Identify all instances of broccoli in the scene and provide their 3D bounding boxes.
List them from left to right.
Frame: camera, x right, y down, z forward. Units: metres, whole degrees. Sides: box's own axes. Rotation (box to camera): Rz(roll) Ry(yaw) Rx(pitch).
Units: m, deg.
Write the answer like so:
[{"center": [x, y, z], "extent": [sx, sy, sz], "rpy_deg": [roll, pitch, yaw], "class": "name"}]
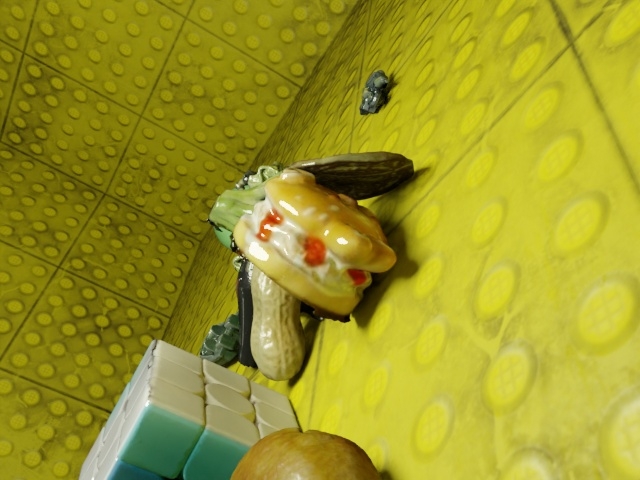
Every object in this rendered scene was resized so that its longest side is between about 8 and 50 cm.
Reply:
[{"center": [-0.141, -0.058, 1.656], "extent": [0.324, 0.272, 0.334], "rpy_deg": [-48, 10, -30], "class": "broccoli"}]

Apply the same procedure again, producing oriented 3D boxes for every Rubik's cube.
[{"center": [-0.220, 0.386, 1.022], "extent": [0.290, 0.292, 0.291], "rpy_deg": [-60, 16, 3], "class": "Rubik's cube"}]

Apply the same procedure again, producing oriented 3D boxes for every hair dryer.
[{"center": [-0.098, 0.170, 1.371], "extent": [0.359, 0.120, 0.303], "rpy_deg": [11, 91, 59], "class": "hair dryer"}]

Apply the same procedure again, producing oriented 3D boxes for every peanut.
[{"center": [-0.085, 0.143, 1.229], "extent": [0.125, 0.111, 0.274], "rpy_deg": [126, 144, -81], "class": "peanut"}]

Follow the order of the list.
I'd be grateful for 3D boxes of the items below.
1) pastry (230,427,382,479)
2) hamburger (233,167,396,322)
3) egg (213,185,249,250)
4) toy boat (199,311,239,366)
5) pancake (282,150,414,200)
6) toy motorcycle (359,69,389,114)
[{"center": [-0.052, 0.395, 0.718], "extent": [0.356, 0.164, 0.356], "rpy_deg": [-53, 16, 22], "class": "pastry"}, {"center": [0.000, 0.000, 1.056], "extent": [0.186, 0.261, 0.302], "rpy_deg": [-54, 21, 12], "class": "hamburger"}, {"center": [-0.228, -0.069, 1.949], "extent": [0.270, 0.220, 0.220], "rpy_deg": [-25, 40, 59], "class": "egg"}, {"center": [-0.304, 0.307, 1.792], "extent": [0.319, 0.092, 0.141], "rpy_deg": [-40, 25, 56], "class": "toy boat"}, {"center": [0.052, -0.119, 1.155], "extent": [0.250, 0.250, 0.031], "rpy_deg": [151, 118, -63], "class": "pancake"}, {"center": [0.145, -0.399, 1.622], "extent": [0.193, 0.061, 0.124], "rpy_deg": [-143, 74, -82], "class": "toy motorcycle"}]
